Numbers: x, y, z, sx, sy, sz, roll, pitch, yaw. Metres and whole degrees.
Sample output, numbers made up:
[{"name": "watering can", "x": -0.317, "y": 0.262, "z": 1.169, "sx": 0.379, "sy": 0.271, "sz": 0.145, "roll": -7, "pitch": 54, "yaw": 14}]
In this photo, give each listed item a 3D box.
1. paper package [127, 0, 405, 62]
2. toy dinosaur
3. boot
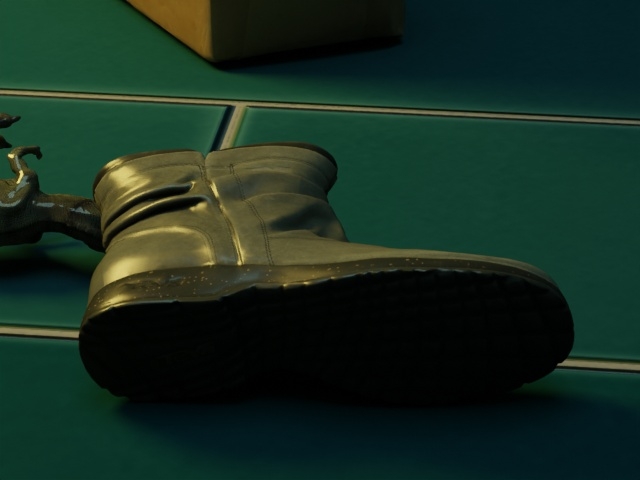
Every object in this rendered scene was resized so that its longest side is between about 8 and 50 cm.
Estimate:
[{"name": "paper package", "x": -0.071, "y": -0.326, "z": 1.443, "sx": 0.168, "sy": 0.325, "sz": 0.309, "roll": -13, "pitch": 30, "yaw": -26}, {"name": "toy dinosaur", "x": -0.221, "y": -0.024, "z": 1.109, "sx": 0.268, "sy": 0.064, "sz": 0.118, "roll": -5, "pitch": 32, "yaw": -4}, {"name": "boot", "x": 0.000, "y": 0.000, "z": 1.000, "sx": 0.246, "sy": 0.083, "sz": 0.161, "roll": 0, "pitch": 37, "yaw": 2}]
